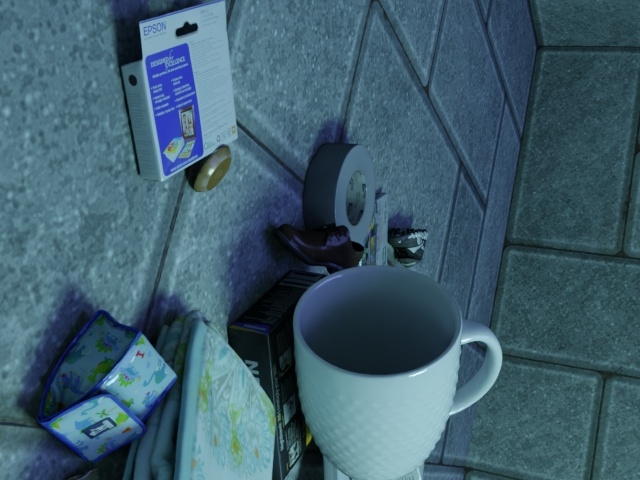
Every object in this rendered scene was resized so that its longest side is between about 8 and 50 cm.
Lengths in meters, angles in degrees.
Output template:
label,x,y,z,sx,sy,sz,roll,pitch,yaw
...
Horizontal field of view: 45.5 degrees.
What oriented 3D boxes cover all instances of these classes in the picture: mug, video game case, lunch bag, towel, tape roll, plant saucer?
label,x,y,z,sx,sy,sz,roll,pitch,yaw
mug,0.143,0.244,1.337,0.276,0.373,0.328,-117,-160,-51
video game case,0.120,0.003,1.827,0.183,0.023,0.202,-35,129,-60
lunch bag,-0.263,0.185,0.934,0.151,0.096,0.129,-53,148,-24
towel,-0.153,0.329,1.076,0.375,0.090,0.321,-86,159,-43
tape roll,0.042,-0.089,1.563,0.219,0.072,0.219,7,90,-66
plant saucer,-0.155,-0.102,1.131,0.083,0.015,0.083,-53,172,-11

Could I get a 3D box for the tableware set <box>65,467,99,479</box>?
label,x,y,z,sx,sy,sz,roll,pitch,yaw
tableware set,-0.278,0.373,0.971,0.141,0.020,0.169,9,84,-46

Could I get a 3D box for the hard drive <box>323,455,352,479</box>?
label,x,y,z,sx,sy,sz,roll,pitch,yaw
hard drive,0.051,0.512,1.667,0.203,0.040,0.308,58,26,-55

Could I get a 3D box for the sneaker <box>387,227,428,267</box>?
label,x,y,z,sx,sy,sz,roll,pitch,yaw
sneaker,0.231,0.020,2.013,0.234,0.078,0.106,-2,96,-68

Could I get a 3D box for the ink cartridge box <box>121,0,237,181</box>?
label,x,y,z,sx,sy,sz,roll,pitch,yaw
ink cartridge box,-0.187,-0.211,1.043,0.206,0.045,0.208,-44,137,-55

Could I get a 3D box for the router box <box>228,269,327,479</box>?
label,x,y,z,sx,sy,sz,roll,pitch,yaw
router box,-0.062,0.244,1.408,0.243,0.080,0.309,-42,133,-57

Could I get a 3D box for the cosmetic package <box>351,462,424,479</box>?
label,x,y,z,sx,sy,sz,roll,pitch,yaw
cosmetic package,0.135,0.423,1.663,0.151,0.151,0.184,-54,130,-72

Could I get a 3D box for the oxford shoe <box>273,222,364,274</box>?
label,x,y,z,sx,sy,sz,roll,pitch,yaw
oxford shoe,0.000,0.000,1.425,0.227,0.083,0.096,22,107,-50
